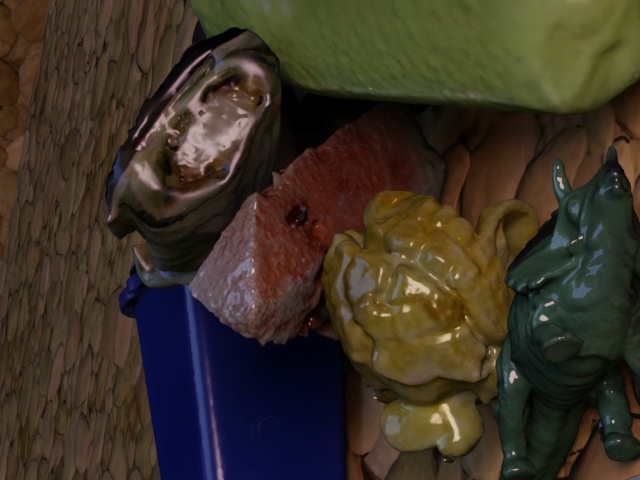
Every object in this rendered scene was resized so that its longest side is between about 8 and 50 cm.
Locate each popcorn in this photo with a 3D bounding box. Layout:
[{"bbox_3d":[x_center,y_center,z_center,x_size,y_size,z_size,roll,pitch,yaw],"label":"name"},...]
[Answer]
[{"bbox_3d":[0.061,0.040,0.952,0.141,0.135,0.162,36,106,49],"label":"popcorn"}]

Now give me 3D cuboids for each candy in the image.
[{"bbox_3d":[0.053,-0.155,0.948,0.343,0.132,0.142,16,123,51],"label":"candy"}]

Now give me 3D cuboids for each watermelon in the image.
[{"bbox_3d":[0.000,0.000,1.033,0.094,0.241,0.154,31,117,20],"label":"watermelon"}]

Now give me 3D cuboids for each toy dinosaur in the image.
[{"bbox_3d":[0.128,0.080,0.840,0.120,0.079,0.292,-104,17,-58],"label":"toy dinosaur"}]

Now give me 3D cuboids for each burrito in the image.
[{"bbox_3d":[-0.071,-0.037,1.043,0.144,0.089,0.229,-55,-10,-10],"label":"burrito"}]

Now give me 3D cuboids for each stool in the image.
[{"bbox_3d":[0.004,-0.111,1.198,0.139,0.153,0.228,64,-174,33],"label":"stool"}]

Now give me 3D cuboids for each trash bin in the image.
[{"bbox_3d":[-0.055,0.097,1.221,0.184,0.163,0.234,131,138,-56],"label":"trash bin"}]

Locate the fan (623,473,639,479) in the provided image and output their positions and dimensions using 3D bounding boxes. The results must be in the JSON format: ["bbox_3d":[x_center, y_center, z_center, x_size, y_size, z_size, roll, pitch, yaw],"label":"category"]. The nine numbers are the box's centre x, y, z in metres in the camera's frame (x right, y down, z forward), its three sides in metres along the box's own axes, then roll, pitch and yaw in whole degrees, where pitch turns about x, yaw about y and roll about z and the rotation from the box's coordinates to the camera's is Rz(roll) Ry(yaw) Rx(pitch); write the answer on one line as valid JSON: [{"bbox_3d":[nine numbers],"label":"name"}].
[{"bbox_3d":[0.126,0.144,0.826,0.282,0.023,0.057,-23,81,56],"label":"fan"}]
